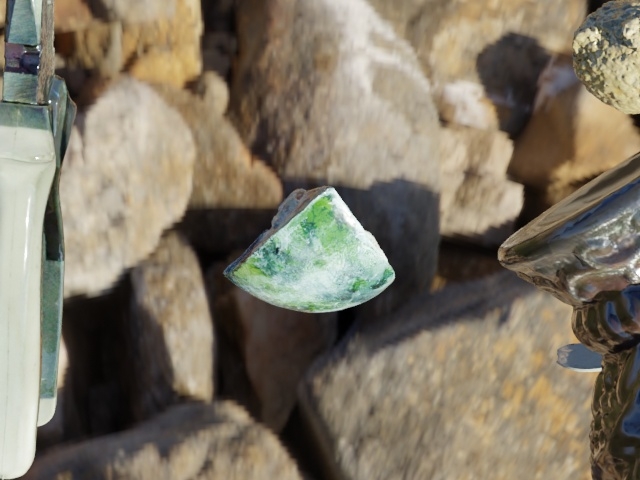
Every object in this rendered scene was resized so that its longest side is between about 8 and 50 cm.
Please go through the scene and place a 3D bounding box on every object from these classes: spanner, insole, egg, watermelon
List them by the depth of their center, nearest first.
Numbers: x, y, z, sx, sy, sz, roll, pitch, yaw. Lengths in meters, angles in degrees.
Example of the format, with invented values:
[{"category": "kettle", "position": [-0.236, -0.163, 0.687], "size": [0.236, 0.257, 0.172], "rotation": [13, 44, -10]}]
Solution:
[{"category": "watermelon", "position": [0.000, 0.000, 0.898], "size": [0.085, 0.085, 0.061], "rotation": [-8, 57, -6]}, {"category": "spanner", "position": [-0.156, -0.030, 0.964], "size": [0.040, 0.324, 0.095], "rotation": [5, 24, 0]}, {"category": "insole", "position": [0.284, 0.087, 1.482], "size": [0.197, 0.065, 0.004], "rotation": [-8, 112, -17]}, {"category": "egg", "position": [0.306, -0.178, 1.723], "size": [0.140, 0.118, 0.116], "rotation": [-8, 53, -4]}]

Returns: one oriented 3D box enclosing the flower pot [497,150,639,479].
[{"category": "flower pot", "position": [0.262, 0.068, 1.169], "size": [0.267, 0.266, 0.267], "rotation": [-34, 90, -15]}]
